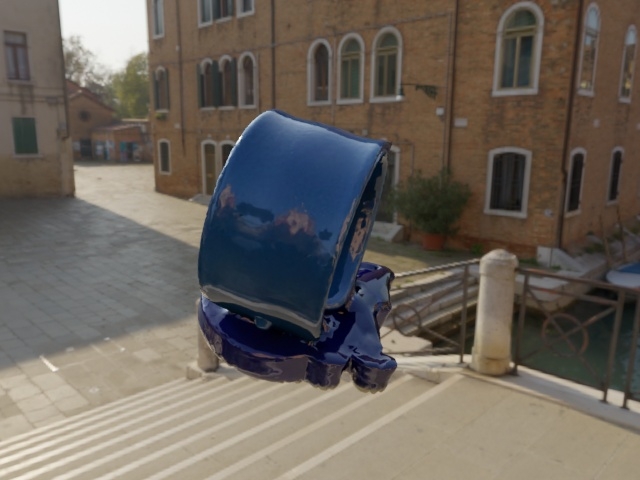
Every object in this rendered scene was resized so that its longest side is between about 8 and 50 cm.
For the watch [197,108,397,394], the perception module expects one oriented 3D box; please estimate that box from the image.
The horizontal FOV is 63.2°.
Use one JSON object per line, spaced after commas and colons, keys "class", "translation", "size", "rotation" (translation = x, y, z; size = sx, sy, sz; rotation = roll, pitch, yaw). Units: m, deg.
{"class": "watch", "translation": [-0.008, 0.002, 0.426], "size": [0.171, 0.200, 0.196], "rotation": [12, 28, 3]}
